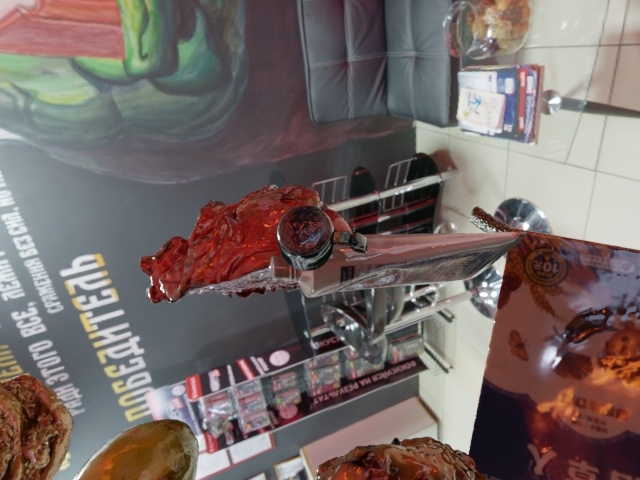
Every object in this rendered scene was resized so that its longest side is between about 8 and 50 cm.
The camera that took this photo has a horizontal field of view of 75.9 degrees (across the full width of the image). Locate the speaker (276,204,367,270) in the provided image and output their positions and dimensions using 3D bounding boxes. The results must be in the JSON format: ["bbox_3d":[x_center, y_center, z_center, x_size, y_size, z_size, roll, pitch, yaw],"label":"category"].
[{"bbox_3d":[0.001,-0.005,0.443,0.075,0.094,0.060,94,164,-74],"label":"speaker"}]

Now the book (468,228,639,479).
[{"bbox_3d":[0.407,0.214,0.623,0.039,0.299,0.428,39,-116,-73],"label":"book"}]

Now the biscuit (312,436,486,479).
[{"bbox_3d":[0.038,0.306,0.427,0.334,0.289,0.081,57,179,-43],"label":"biscuit"}]

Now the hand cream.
[{"bbox_3d":[0.101,0.025,0.547,0.124,0.340,0.078,112,150,-54],"label":"hand cream"}]

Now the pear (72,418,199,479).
[{"bbox_3d":[-0.175,0.236,0.394,0.107,0.131,0.107,18,118,37],"label":"pear"}]

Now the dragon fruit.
[{"bbox_3d":[-0.140,-0.021,0.714,0.286,0.329,0.228,147,114,-63],"label":"dragon fruit"}]

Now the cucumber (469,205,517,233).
[{"bbox_3d":[0.490,-0.036,1.149,0.187,0.058,0.058,-125,25,-58],"label":"cucumber"}]

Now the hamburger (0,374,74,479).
[{"bbox_3d":[-0.600,0.347,0.713,0.261,0.245,0.211,65,-165,17],"label":"hamburger"}]
